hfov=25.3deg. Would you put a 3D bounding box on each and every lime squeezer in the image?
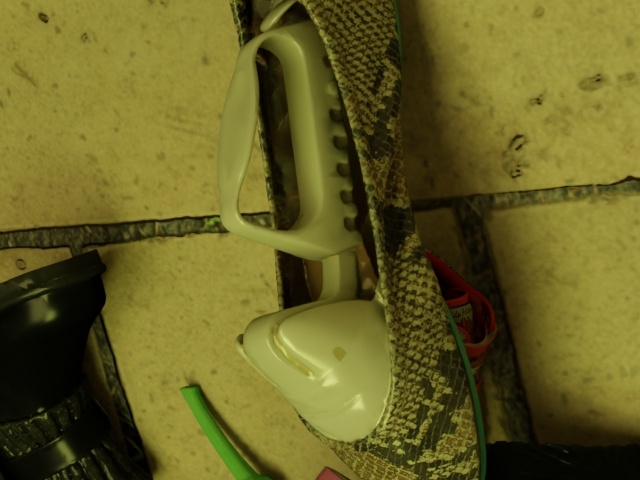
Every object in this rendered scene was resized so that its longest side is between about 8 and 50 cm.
[{"bbox_3d":[-0.085,0.304,1.455,0.110,0.059,0.310,-4,93,17],"label":"lime squeezer"}]

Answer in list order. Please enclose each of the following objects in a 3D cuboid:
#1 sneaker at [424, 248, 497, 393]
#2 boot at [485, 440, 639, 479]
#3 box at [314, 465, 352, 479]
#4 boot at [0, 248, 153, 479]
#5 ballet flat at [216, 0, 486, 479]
[{"bbox_3d":[0.106,0.136,1.240,0.145,0.090,0.270,-33,85,43],"label":"sneaker"},{"bbox_3d":[0.239,0.269,1.199,0.247,0.094,0.207,4,132,12],"label":"boot"},{"bbox_3d":[0.010,0.329,1.243,0.117,0.243,0.213,35,85,21],"label":"box"},{"bbox_3d":[-0.266,0.175,1.502,0.260,0.131,0.348,60,146,8],"label":"boot"},{"bbox_3d":[0.000,0.000,1.125,0.164,0.182,0.482,-15,82,45],"label":"ballet flat"}]
